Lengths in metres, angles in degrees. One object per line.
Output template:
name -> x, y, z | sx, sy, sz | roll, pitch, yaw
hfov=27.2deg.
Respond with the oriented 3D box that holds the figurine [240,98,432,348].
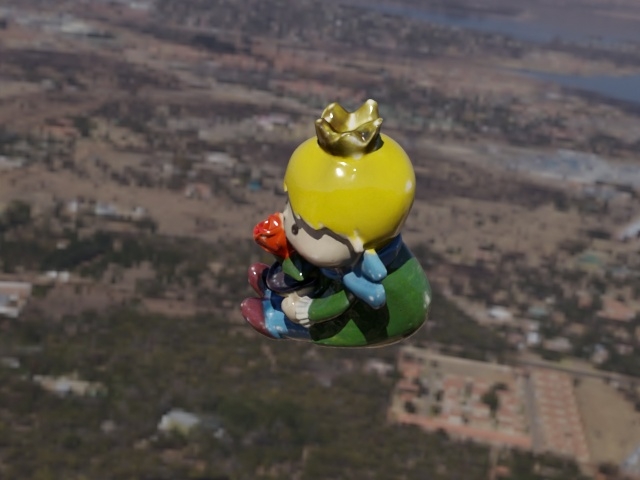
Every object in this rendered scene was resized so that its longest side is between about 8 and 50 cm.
figurine -> -0.001, -0.011, 1.148 | 0.185, 0.234, 0.127 | 2, 50, 23
